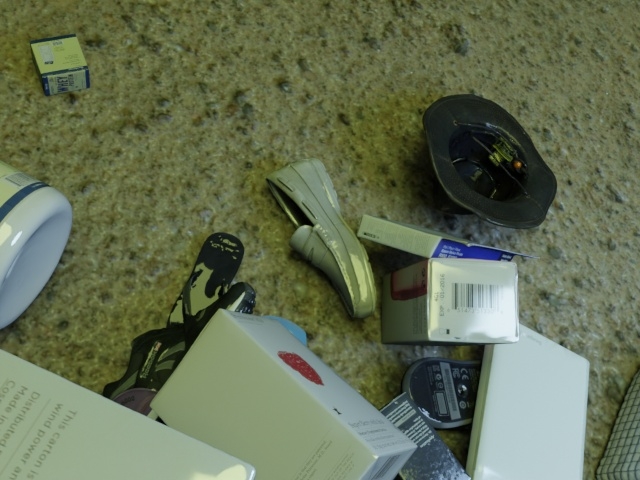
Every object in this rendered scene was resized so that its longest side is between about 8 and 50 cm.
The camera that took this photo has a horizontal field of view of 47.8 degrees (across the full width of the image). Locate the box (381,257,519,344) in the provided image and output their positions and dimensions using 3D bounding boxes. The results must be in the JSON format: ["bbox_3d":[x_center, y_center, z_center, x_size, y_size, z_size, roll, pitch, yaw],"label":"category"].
[{"bbox_3d":[0.203,0.106,1.178,0.149,0.232,0.126,3,80,-13],"label":"box"}]

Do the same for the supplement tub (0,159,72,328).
[{"bbox_3d":[-0.562,-0.036,1.053,0.325,0.235,0.235,28,62,-1],"label":"supplement tub"}]

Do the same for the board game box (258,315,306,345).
[{"bbox_3d":[-0.090,0.208,1.180,0.133,0.033,0.168,1,64,-9],"label":"board game box"}]

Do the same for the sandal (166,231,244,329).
[{"bbox_3d":[-0.192,0.095,1.192,0.097,0.054,0.254,14,63,-8],"label":"sandal"}]

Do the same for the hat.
[{"bbox_3d":[0.289,-0.126,1.380,0.332,0.134,0.331,18,51,-24],"label":"hat"}]

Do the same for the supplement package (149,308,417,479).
[{"bbox_3d":[-0.050,0.253,0.988,0.293,0.177,0.175,38,96,25],"label":"supplement package"}]

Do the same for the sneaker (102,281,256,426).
[{"bbox_3d":[-0.219,0.159,1.090,0.124,0.107,0.283,36,83,15],"label":"sneaker"}]

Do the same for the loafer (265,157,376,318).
[{"bbox_3d":[0.000,0.000,1.263,0.112,0.112,0.319,-18,63,-16],"label":"loafer"}]

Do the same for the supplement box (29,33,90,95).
[{"bbox_3d":[-0.472,-0.319,1.311,0.083,0.056,0.083,-17,71,-21],"label":"supplement box"}]

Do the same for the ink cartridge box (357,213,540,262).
[{"bbox_3d":[0.214,0.013,1.213,0.223,0.224,0.045,10,95,-44],"label":"ink cartridge box"}]

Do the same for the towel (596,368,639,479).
[{"bbox_3d":[0.620,0.310,1.207,0.121,0.235,0.283,36,62,-3],"label":"towel"}]

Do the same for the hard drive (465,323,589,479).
[{"bbox_3d":[0.348,0.299,1.194,0.203,0.040,0.307,28,55,-13],"label":"hard drive"}]

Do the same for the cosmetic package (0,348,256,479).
[{"bbox_3d":[-0.279,0.356,0.735,0.328,0.393,0.329,22,59,6],"label":"cosmetic package"}]

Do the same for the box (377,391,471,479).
[{"bbox_3d":[0.120,0.335,1.105,0.093,0.156,0.158,-31,77,-26],"label":"box"}]

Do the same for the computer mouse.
[{"bbox_3d":[0.242,0.271,1.222,0.273,0.072,0.188,10,61,-24],"label":"computer mouse"}]
